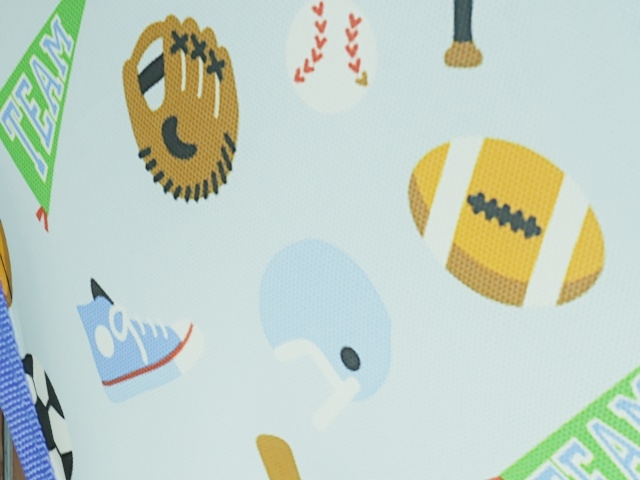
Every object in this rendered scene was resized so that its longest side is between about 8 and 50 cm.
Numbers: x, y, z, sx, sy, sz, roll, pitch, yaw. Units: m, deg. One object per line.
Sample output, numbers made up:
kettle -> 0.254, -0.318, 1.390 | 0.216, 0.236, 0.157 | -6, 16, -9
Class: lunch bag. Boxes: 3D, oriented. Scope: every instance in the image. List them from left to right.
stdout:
lunch bag -> 0.070, 0.021, 0.574 | 0.328, 0.239, 0.385 | -30, 74, 48
